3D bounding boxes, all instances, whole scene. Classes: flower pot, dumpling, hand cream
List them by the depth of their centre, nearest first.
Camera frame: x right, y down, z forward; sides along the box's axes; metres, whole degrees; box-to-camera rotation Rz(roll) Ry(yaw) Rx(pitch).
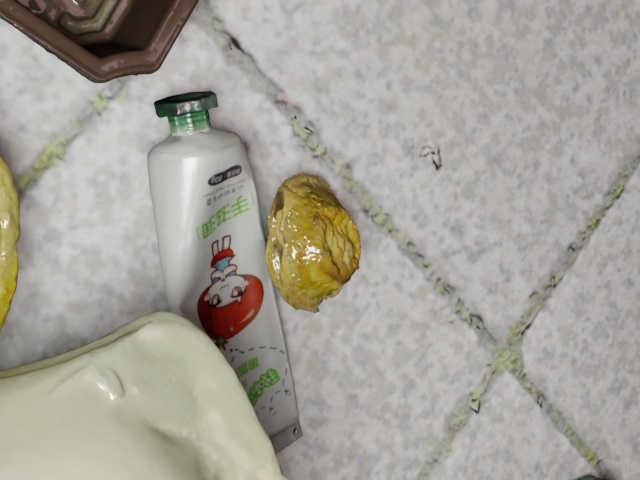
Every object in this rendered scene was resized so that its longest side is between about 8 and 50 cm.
[{"bbox_3d":[-0.185,0.252,0.657,0.395,0.233,0.316,-36,86,1],"label":"dumpling"},{"bbox_3d":[-0.163,-0.251,0.732,0.178,0.084,0.251,34,78,-31],"label":"flower pot"},{"bbox_3d":[-0.082,0.043,0.826,0.121,0.076,0.336,-26,113,-44],"label":"hand cream"}]

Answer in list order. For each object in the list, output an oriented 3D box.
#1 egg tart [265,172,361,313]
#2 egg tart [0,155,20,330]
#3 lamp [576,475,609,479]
[{"bbox_3d":[0.000,0.000,0.858,0.128,0.049,0.129,9,79,-56],"label":"egg tart"},{"bbox_3d":[-0.341,0.000,0.645,0.278,0.095,0.279,-1,93,-27],"label":"egg tart"},{"bbox_3d":[0.241,0.423,1.079,0.269,0.047,0.267,-15,102,-30],"label":"lamp"}]
